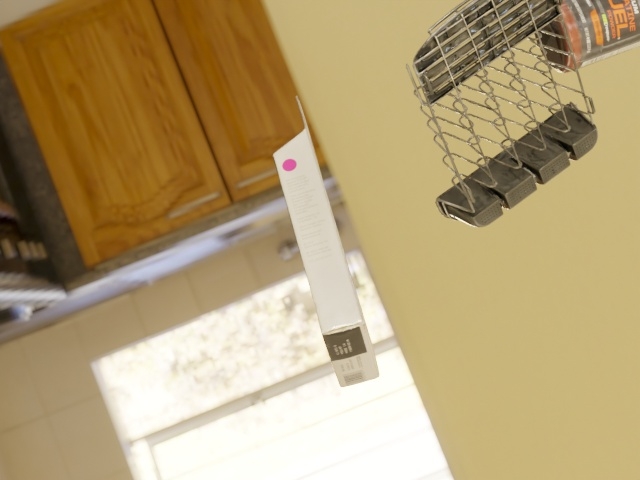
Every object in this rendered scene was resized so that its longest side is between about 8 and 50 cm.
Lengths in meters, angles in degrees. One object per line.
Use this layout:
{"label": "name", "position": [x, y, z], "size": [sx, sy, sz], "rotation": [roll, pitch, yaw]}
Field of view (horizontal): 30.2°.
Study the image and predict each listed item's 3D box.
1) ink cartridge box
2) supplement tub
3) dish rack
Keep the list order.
{"label": "ink cartridge box", "position": [0.000, 0.000, 1.622], "size": [0.069, 0.371, 0.176], "rotation": [-15, 149, 2]}
{"label": "supplement tub", "position": [0.372, -0.288, 1.480], "size": [0.197, 0.106, 0.106], "rotation": [-21, 174, -8]}
{"label": "dish rack", "position": [0.197, -0.158, 1.310], "size": [0.208, 0.271, 0.074], "rotation": [-36, -142, -11]}
